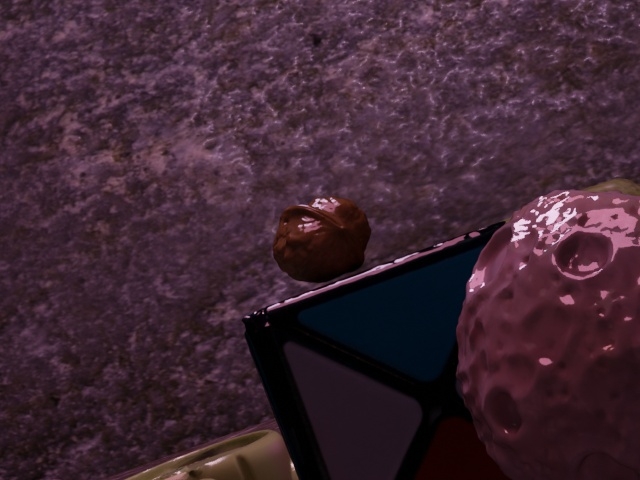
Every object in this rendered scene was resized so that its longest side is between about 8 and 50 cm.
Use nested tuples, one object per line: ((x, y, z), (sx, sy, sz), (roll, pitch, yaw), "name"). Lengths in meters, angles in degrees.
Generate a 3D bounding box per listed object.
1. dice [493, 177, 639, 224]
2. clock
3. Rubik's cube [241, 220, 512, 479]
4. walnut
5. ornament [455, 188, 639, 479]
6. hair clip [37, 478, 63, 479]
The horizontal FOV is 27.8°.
((0.314, 0.075, 1.638), (0.254, 0.249, 0.252), (-21, -3, -7), "dice")
((-0.147, 0.314, 1.503), (0.286, 0.117, 0.348), (-22, -3, 28), "clock")
((0.082, 0.142, 1.171), (0.250, 0.246, 0.248), (-20, -3, -7), "Rubik's cube")
((0.000, 0.000, 1.134), (0.079, 0.082, 0.096), (-51, 13, -26), "walnut")
((0.220, 0.083, 0.865), (0.260, 0.225, 0.259), (8, 2, 0), "ornament")
((-0.261, 0.324, 1.056), (0.300, 0.173, 0.069), (-44, -11, 20), "hair clip")
